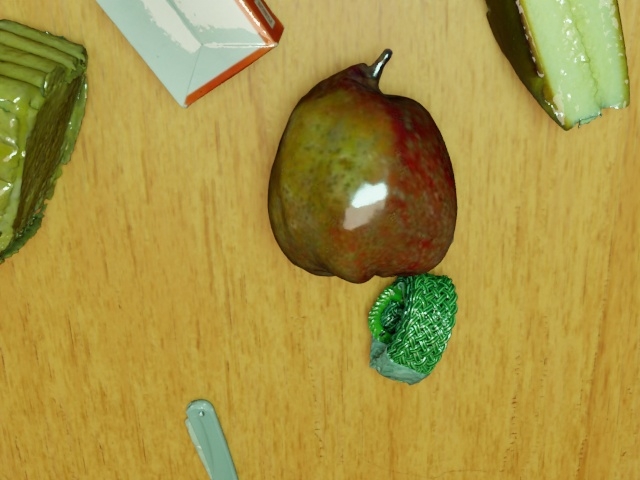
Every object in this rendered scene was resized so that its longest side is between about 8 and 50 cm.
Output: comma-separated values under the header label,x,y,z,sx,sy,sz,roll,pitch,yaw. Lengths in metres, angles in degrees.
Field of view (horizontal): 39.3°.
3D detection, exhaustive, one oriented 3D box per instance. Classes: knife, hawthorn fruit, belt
label,x,y,z,sx,sy,sz,roll,pitch,yaw
knife,-0.144,0.283,1.198,0.044,0.023,0.162,-14,111,4
hawthorn fruit,0.049,-0.080,0.964,0.208,0.208,0.248,2,99,0
belt,0.100,0.101,1.070,0.079,0.121,0.151,15,130,-9

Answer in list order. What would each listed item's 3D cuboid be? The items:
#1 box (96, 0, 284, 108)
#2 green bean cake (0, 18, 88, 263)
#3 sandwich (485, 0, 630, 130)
label,x,y,z,sx,sy,sz,roll,pitch,yaw
box,-0.142,-0.253,0.941,0.133,0.099,0.182,-33,110,16
green bean cake,-0.340,-0.106,0.935,0.131,0.229,0.224,19,115,-6
sandwich,0.239,-0.242,0.928,0.122,0.128,0.235,-18,112,4
